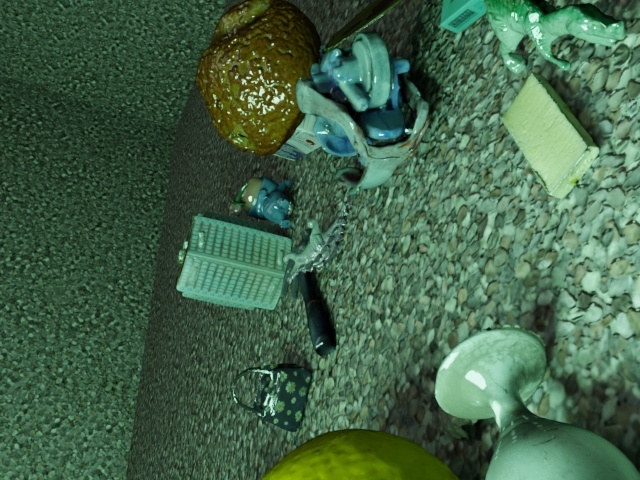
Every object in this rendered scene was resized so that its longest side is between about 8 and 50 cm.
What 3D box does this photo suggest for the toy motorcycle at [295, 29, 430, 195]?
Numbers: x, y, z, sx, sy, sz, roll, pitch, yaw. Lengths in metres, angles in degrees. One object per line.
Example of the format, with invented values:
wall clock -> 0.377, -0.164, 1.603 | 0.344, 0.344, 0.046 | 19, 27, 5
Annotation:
toy motorcycle -> 0.040, -0.202, 1.052 | 0.319, 0.182, 0.241 | -139, 66, -73

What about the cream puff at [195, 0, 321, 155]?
cream puff -> -0.129, -0.325, 1.265 | 0.303, 0.212, 0.303 | -162, 90, -71

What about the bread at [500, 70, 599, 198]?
bread -> 0.244, -0.116, 0.706 | 0.154, 0.028, 0.068 | -102, 33, -47

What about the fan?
fan -> 0.121, -0.368, 0.961 | 0.335, 0.011, 0.229 | -16, 30, 49

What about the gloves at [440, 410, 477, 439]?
gloves -> 0.158, 0.191, 0.722 | 0.044, 0.037, 0.081 | -43, -21, -55

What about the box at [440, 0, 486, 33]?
box -> 0.245, -0.401, 0.867 | 0.229, 0.041, 0.162 | 159, 123, -65

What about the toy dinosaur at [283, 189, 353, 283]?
toy dinosaur -> 0.002, 0.000, 1.186 | 0.209, 0.039, 0.082 | -56, 44, 12

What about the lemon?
lemon -> 0.033, 0.318, 0.656 | 0.320, 0.245, 0.245 | 132, 146, -56

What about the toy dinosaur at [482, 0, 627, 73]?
toy dinosaur -> 0.205, -0.277, 0.785 | 0.076, 0.129, 0.383 | -39, 46, -7

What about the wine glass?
wine glass -> 0.183, 0.187, 0.535 | 0.241, 0.126, 0.126 | -110, 40, -58

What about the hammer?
hammer -> -0.021, 0.110, 1.208 | 0.137, 0.037, 0.290 | -64, 24, 27

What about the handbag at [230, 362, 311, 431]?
handbag -> -0.092, 0.268, 1.145 | 0.072, 0.139, 0.115 | 4, 79, 60

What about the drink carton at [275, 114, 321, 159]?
drink carton -> -0.048, -0.271, 1.441 | 0.222, 0.101, 0.134 | -11, 64, 65

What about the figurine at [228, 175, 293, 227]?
figurine -> -0.131, -0.090, 1.483 | 0.178, 0.144, 0.114 | 35, 113, 55

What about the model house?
model house -> -0.207, 0.045, 1.458 | 0.215, 0.224, 0.198 | -176, 100, -69
